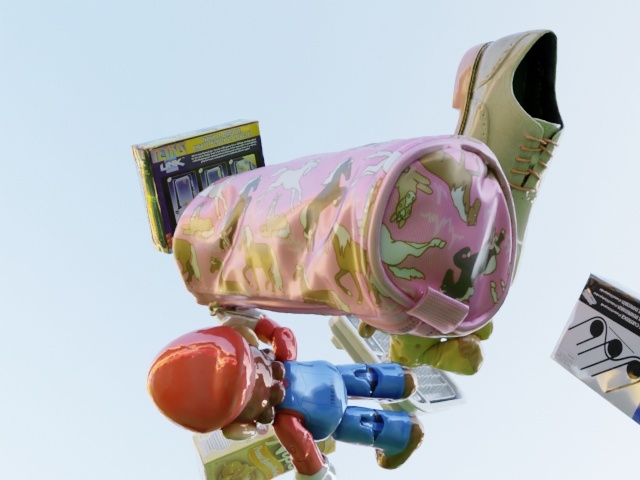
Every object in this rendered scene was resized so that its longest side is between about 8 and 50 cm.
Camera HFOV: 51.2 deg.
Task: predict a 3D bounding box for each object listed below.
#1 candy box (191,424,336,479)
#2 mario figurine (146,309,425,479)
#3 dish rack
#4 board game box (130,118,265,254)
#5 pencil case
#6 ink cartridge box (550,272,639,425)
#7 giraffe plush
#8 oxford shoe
[{"bbox_3d":[-0.118,0.456,1.500,0.316,0.087,0.183,-17,-44,-20],"label":"candy box"},{"bbox_3d":[-0.049,0.186,0.785,0.320,0.198,0.170,17,-75,-24],"label":"mario figurine"},{"bbox_3d":[0.155,0.258,1.405,0.072,0.333,0.285,-49,-118,15],"label":"dish rack"},{"bbox_3d":[-0.151,-0.075,0.886,0.048,0.170,0.141,13,-62,48],"label":"board game box"},{"bbox_3d":[0.000,0.000,0.644,0.386,0.160,0.167,-5,-83,55],"label":"pencil case"},{"bbox_3d":[0.300,0.113,0.585,0.046,0.207,0.097,15,-77,-24],"label":"ink cartridge box"},{"bbox_3d":[0.143,0.115,1.043,0.210,0.181,0.170,-28,-53,21],"label":"giraffe plush"},{"bbox_3d":[0.265,-0.115,0.958,0.140,0.397,0.146,7,-8,-29],"label":"oxford shoe"}]
